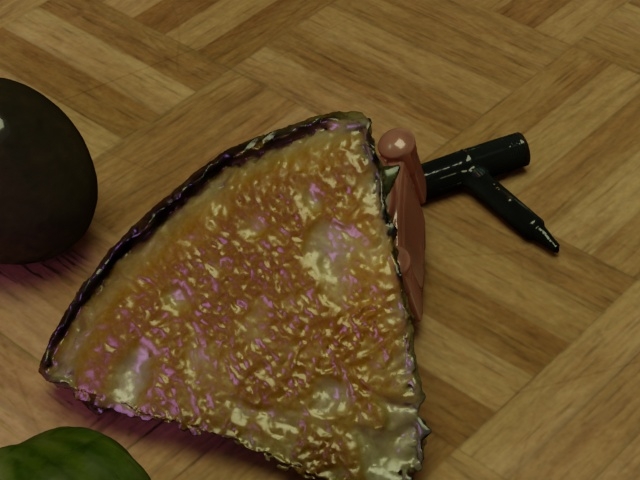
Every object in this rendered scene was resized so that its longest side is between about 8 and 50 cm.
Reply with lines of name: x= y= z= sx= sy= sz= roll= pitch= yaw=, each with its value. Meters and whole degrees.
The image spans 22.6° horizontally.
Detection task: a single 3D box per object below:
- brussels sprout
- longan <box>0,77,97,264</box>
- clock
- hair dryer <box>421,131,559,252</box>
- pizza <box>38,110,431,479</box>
brussels sprout: x=-0.270 y=0.289 z=1.480 sx=0.271 sy=0.219 sz=0.210 roll=3 pitch=21 yaw=36
longan: x=-0.385 y=-0.085 z=1.904 sx=0.215 sy=0.246 sz=0.246 roll=-27 pitch=45 yaw=-6
clock: x=0.000 y=0.000 z=1.839 sx=0.241 sy=0.142 sz=0.227 roll=-6 pitch=52 yaw=13
hair dryer: x=0.203 y=-0.041 z=1.932 sx=0.173 sy=0.050 sz=0.195 roll=-19 pitch=47 yaw=-12
pizza: x=-0.055 y=0.037 z=1.700 sx=0.435 sy=0.080 sz=0.391 roll=16 pitch=84 yaw=14
